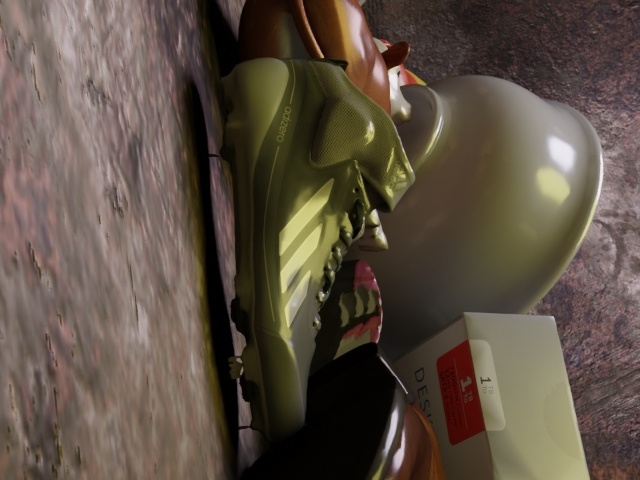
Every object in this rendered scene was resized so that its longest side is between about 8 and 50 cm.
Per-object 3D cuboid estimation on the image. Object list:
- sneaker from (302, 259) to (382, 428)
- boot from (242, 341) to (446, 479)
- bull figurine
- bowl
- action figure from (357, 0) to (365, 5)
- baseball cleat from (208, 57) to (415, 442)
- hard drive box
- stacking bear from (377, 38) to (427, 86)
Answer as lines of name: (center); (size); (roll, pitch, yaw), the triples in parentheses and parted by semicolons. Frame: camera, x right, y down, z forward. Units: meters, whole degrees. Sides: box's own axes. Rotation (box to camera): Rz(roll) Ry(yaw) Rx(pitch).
sneaker: (0.006, 0.102, 0.824); (0.077, 0.072, 0.178); (91, 3, -64)
boot: (0.071, 0.211, 0.638); (0.280, 0.096, 0.264); (58, 1, -3)
bull figurine: (0.007, -0.089, 0.826); (0.310, 0.101, 0.188); (30, 56, -74)
bowl: (0.088, -0.044, 1.017); (0.134, 0.298, 0.298); (40, 28, -29)
action figure: (0.108, -0.307, 0.982); (0.178, 0.330, 0.341); (60, 3, 21)
baseball cleat: (0.000, 0.000, 0.603); (0.072, 0.109, 0.206); (136, -50, -79)
hard drive box: (0.102, 0.180, 0.903); (0.232, 0.089, 0.181); (-44, -132, 53)
stacking bear: (0.072, -0.138, 1.365); (0.164, 0.175, 0.289); (67, 8, 25)
